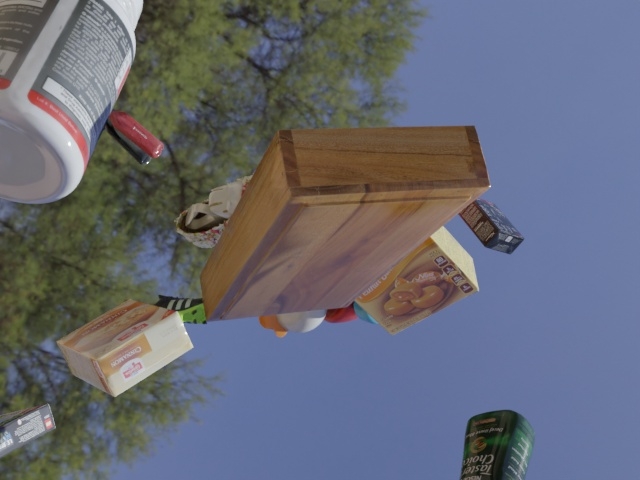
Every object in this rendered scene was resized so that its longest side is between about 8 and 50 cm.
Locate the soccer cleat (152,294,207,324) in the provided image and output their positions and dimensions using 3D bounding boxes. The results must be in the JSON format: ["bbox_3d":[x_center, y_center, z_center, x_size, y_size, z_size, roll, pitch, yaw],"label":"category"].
[{"bbox_3d":[-0.264,0.127,1.470,0.072,0.178,0.060,48,-47,34],"label":"soccer cleat"}]

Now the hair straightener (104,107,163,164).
[{"bbox_3d":[-0.392,-0.211,1.391,0.089,0.230,0.047,-26,-145,47],"label":"hair straightener"}]

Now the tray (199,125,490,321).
[{"bbox_3d":[0.000,0.000,0.894,0.411,0.202,0.076,132,-49,-63],"label":"tray"}]

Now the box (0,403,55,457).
[{"bbox_3d":[-0.437,0.259,0.970,0.114,0.207,0.036,-16,-89,15],"label":"box"}]

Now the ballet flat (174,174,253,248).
[{"bbox_3d":[-0.154,-0.044,1.227,0.241,0.077,0.091,-30,-129,47],"label":"ballet flat"}]

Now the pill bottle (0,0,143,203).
[{"bbox_3d":[-0.384,-0.249,1.112,0.210,0.210,0.363,-31,-143,43],"label":"pill bottle"}]

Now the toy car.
[{"bbox_3d":[-0.023,0.094,1.562,0.219,0.237,0.211,16,-56,52],"label":"toy car"}]

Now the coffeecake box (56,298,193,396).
[{"bbox_3d":[-0.309,0.162,1.228,0.142,0.068,0.185,-31,-160,-31],"label":"coffeecake box"}]

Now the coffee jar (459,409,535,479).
[{"bbox_3d":[0.234,0.325,1.075,0.096,0.079,0.184,-22,-153,35],"label":"coffee jar"}]

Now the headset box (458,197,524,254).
[{"bbox_3d":[0.226,-0.024,1.060,0.032,0.062,0.083,-53,-132,23],"label":"headset box"}]

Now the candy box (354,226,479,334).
[{"bbox_3d":[0.097,0.006,1.290,0.182,0.316,0.088,-32,-147,24],"label":"candy box"}]
